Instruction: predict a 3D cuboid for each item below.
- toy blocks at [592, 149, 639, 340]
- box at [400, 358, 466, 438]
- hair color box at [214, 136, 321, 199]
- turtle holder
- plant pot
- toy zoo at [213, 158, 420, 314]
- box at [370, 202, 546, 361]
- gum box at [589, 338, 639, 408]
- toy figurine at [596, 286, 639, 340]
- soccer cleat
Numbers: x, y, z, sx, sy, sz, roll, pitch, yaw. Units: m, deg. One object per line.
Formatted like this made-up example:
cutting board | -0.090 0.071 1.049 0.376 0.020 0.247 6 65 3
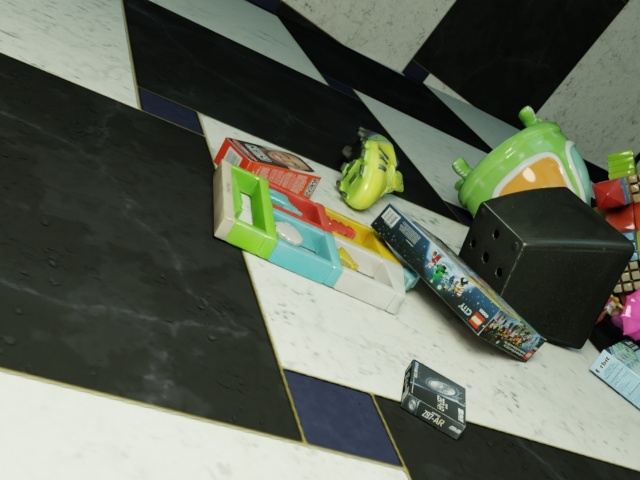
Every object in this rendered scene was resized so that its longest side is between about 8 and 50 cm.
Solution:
toy blocks | 0.586 0.024 1.482 0.261 0.190 0.381 -13 91 -62
box | 0.118 0.163 0.850 0.067 0.018 0.083 30 20 0
hair color box | -0.074 -0.102 1.177 0.141 0.043 0.072 9 28 -47
turtle holder | 0.398 -0.085 1.595 0.227 0.243 0.320 53 -14 16
plant pot | 0.313 0.033 1.225 0.167 0.187 0.188 5 30 -25
toy zoo | 0.000 0.000 1.056 0.293 0.030 0.192 24 21 -19
box | 0.184 0.056 1.106 0.159 0.044 0.233 31 13 -50
gum box | 0.502 0.225 1.213 0.184 0.041 0.157 41 21 25
toy figurine | 0.465 0.100 1.331 0.159 0.130 0.173 44 -18 24
soccer cleat | 0.096 -0.114 1.379 0.121 0.093 0.289 34 20 -9
